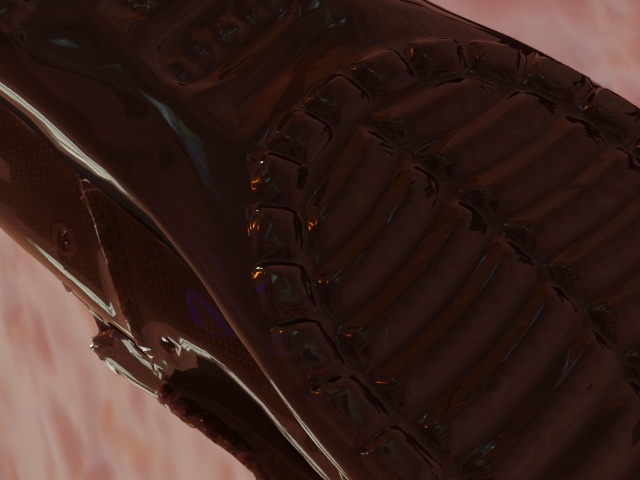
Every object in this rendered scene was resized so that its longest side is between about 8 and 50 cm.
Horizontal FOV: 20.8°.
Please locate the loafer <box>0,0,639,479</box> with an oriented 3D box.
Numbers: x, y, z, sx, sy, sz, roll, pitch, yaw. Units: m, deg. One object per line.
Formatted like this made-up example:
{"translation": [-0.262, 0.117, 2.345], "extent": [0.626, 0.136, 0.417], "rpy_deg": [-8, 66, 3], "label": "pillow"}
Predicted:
{"translation": [0.000, 0.000, 0.502], "extent": [0.366, 0.134, 0.130], "rpy_deg": [44, 153, 21], "label": "loafer"}
